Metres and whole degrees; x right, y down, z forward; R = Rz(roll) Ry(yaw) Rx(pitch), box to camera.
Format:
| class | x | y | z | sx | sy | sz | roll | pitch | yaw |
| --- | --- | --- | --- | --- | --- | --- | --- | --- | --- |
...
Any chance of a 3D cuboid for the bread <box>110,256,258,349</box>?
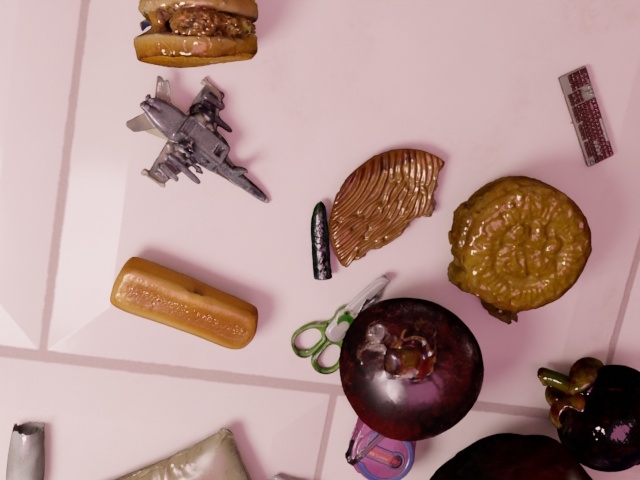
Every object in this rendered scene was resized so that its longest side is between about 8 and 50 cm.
| class | x | y | z | sx | sy | sz | roll | pitch | yaw |
| --- | --- | --- | --- | --- | --- | --- | --- | --- | --- |
| bread | -0.218 | 0.103 | 1.318 | 0.239 | 0.074 | 0.092 | 23 | 104 | -14 |

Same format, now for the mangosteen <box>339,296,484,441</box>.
| class | x | y | z | sx | sy | sz | roll | pitch | yaw |
| --- | --- | --- | --- | --- | --- | --- | --- | --- | --- |
| mangosteen | 0.140 | 0.195 | 1.283 | 0.236 | 0.261 | 0.235 | -2 | 75 | 8 |

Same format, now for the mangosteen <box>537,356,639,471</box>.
| class | x | y | z | sx | sy | sz | roll | pitch | yaw |
| --- | --- | --- | --- | --- | --- | --- | --- | --- | --- |
| mangosteen | 0.488 | 0.292 | 1.426 | 0.230 | 0.194 | 0.194 | 44 | 94 | 7 |

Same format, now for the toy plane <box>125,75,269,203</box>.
| class | x | y | z | sx | sy | sz | roll | pitch | yaw |
| --- | --- | --- | --- | --- | --- | --- | --- | --- | --- |
| toy plane | -0.171 | -0.139 | 1.262 | 0.262 | 0.088 | 0.192 | 35 | 69 | -19 |

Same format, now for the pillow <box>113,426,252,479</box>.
| class | x | y | z | sx | sy | sz | roll | pitch | yaw |
| --- | --- | --- | --- | --- | --- | --- | --- | --- | --- |
| pillow | -0.250 | 0.451 | 1.397 | 0.303 | 0.075 | 0.184 | -23 | 104 | 0 |

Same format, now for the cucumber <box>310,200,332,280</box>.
| class | x | y | z | sx | sy | sz | roll | pitch | yaw |
| --- | --- | --- | --- | --- | --- | --- | --- | --- | --- |
| cucumber | 0.000 | 0.000 | 1.348 | 0.032 | 0.032 | 0.133 | -6 | 105 | -7 |

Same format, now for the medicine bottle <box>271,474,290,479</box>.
| class | x | y | z | sx | sy | sz | roll | pitch | yaw |
| --- | --- | --- | --- | --- | --- | --- | --- | --- | --- |
| medicine bottle | -0.082 | 0.529 | 1.453 | 0.092 | 0.061 | 0.220 | 22 | 99 | 6 |

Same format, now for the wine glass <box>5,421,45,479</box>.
| class | x | y | z | sx | sy | sz | roll | pitch | yaw |
| --- | --- | --- | --- | --- | --- | --- | --- | --- | --- |
| wine glass | -0.495 | 0.425 | 1.358 | 0.074 | 0.074 | 0.262 | 5 | 101 | -10 |

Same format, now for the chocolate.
| class | x | y | z | sx | sy | sz | roll | pitch | yaw |
| --- | --- | --- | --- | --- | --- | --- | --- | --- | --- |
| chocolate | 0.329 | 0.501 | 1.383 | 0.384 | 0.383 | 0.331 | -38 | 89 | 1 |

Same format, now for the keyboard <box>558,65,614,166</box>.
| class | x | y | z | sx | sy | sz | roll | pitch | yaw |
| --- | --- | --- | --- | --- | --- | --- | --- | --- | --- |
| keyboard | 0.451 | -0.208 | 1.375 | 0.055 | 0.017 | 0.165 | -24 | 106 | -2 |

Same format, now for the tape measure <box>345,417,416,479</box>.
| class | x | y | z | sx | sy | sz | roll | pitch | yaw |
| --- | --- | --- | --- | --- | --- | --- | --- | --- | --- |
| tape measure | 0.110 | 0.363 | 1.432 | 0.118 | 0.074 | 0.125 | 25 | 94 | -8 |

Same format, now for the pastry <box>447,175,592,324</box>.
| class | x | y | z | sx | sy | sz | roll | pitch | yaw |
| --- | --- | --- | --- | --- | --- | --- | --- | --- | --- |
| pastry | 0.325 | 0.009 | 1.349 | 0.240 | 0.132 | 0.235 | 40 | 94 | -14 |

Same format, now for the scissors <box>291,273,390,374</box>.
| class | x | y | z | sx | sy | sz | roll | pitch | yaw |
| --- | --- | --- | --- | --- | --- | --- | --- | --- | --- |
| scissors | 0.042 | 0.135 | 1.390 | 0.101 | 0.027 | 0.204 | 40 | 97 | -18 |

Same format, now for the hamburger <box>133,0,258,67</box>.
| class | x | y | z | sx | sy | sz | roll | pitch | yaw |
| --- | --- | --- | --- | --- | --- | --- | --- | --- | --- |
| hamburger | -0.179 | -0.310 | 1.164 | 0.182 | 0.191 | 0.117 | -5 | 102 | 0 |

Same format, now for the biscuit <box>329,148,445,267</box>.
| class | x | y | z | sx | sy | sz | roll | pitch | yaw |
| --- | --- | --- | --- | --- | --- | --- | --- | --- | --- |
| biscuit | 0.107 | -0.051 | 1.344 | 0.176 | 0.031 | 0.228 | 19 | 99 | -19 |
